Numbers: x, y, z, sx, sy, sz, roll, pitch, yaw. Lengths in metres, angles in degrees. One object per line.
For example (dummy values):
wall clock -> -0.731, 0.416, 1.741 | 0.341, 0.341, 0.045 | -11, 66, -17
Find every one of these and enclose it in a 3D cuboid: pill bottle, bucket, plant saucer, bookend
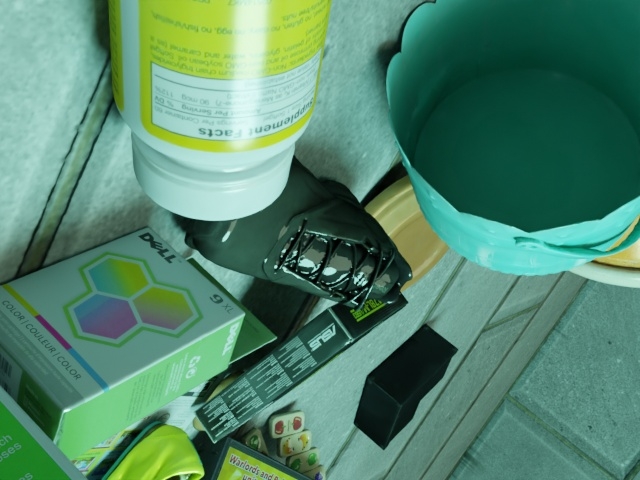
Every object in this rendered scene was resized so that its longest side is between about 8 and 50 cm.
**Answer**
pill bottle -> -0.056, -0.117, 0.447 | 0.119, 0.119, 0.208 | -35, 152, -35
bucket -> 0.201, -0.106, 0.762 | 0.281, 0.281, 0.183 | -48, 160, -8
plant saucer -> 0.097, 0.003, 0.957 | 0.200, 0.037, 0.200 | -30, 148, -21
bookend -> 0.143, 0.249, 1.386 | 0.157, 0.072, 0.156 | -37, 153, -32
plant saucer -> -0.106, 0.184, 0.913 | 0.083, 0.015, 0.083 | -40, 154, -25

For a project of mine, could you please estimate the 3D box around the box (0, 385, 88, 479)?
box -> -0.247, 0.197, 0.405 | 0.262, 0.231, 0.127 | -33, 151, -36

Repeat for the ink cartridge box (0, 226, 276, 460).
ink cartridge box -> -0.128, 0.057, 0.575 | 0.209, 0.109, 0.062 | -26, 146, -45

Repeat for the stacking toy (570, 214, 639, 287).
stacking toy -> 0.417, -0.207, 1.035 | 0.350, 0.350, 0.480 | -39, 137, -27

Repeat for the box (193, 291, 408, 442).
box -> -0.014, 0.118, 0.849 | 0.191, 0.045, 0.184 | -39, 174, 21

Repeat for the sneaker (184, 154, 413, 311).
sneaker -> 0.000, 0.000, 0.704 | 0.109, 0.130, 0.286 | -56, 155, 14

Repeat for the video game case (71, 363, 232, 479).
video game case -> -0.195, 0.180, 0.735 | 0.206, 0.026, 0.227 | -53, 157, 3

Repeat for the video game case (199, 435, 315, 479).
video game case -> -0.086, 0.387, 0.966 | 0.275, 0.035, 0.248 | 43, 60, -47

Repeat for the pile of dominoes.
pile of dominoes -> -0.049, 0.357, 1.072 | 0.196, 0.040, 0.251 | -35, 119, -36

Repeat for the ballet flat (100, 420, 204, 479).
ballet flat -> -0.195, 0.265, 0.726 | 0.231, 0.077, 0.077 | -46, 157, -13
